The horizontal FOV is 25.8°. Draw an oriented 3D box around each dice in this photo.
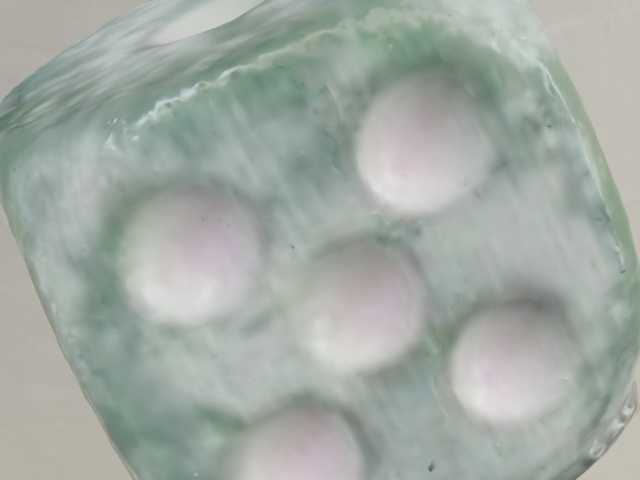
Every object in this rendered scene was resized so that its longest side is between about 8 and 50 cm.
[{"bbox_3d":[0.000,0.000,0.921,0.330,0.328,0.348,-27,-71,-2],"label":"dice"}]
